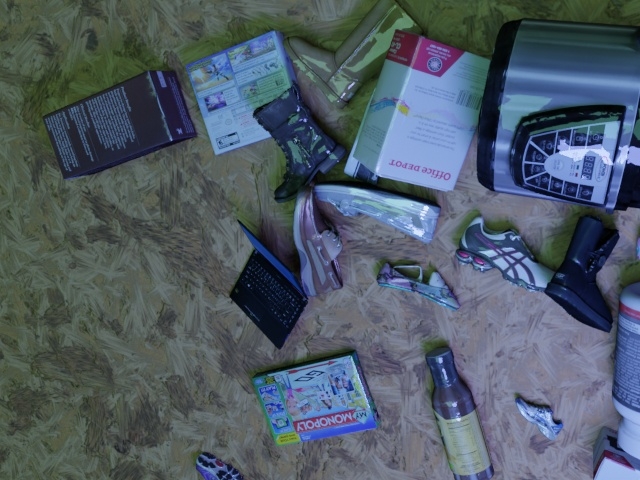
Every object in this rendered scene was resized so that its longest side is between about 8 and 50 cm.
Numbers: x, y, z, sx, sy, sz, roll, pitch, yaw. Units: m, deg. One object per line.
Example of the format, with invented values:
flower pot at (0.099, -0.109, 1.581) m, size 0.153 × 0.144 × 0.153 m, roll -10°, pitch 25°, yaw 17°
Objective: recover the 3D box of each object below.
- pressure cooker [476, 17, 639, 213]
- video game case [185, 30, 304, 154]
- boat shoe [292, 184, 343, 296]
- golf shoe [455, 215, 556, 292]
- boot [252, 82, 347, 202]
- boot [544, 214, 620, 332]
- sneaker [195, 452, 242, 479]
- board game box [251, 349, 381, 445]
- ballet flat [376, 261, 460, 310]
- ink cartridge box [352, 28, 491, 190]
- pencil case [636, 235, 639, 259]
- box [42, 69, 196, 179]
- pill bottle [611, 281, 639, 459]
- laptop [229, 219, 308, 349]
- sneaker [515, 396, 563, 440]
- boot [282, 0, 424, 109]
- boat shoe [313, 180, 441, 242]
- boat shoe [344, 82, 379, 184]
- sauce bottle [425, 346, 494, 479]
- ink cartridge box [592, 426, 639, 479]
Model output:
pressure cooker at (0.547, -0.253, 1.451) m, size 0.420 × 0.370 × 0.376 m, roll 11°, pitch 90°, yaw 17°
video game case at (-0.186, -0.375, 1.869) m, size 0.269 × 0.061 × 0.244 m, roll -14°, pitch 99°, yaw 23°
boat shoe at (0.000, 0.000, 1.834) m, size 0.116 × 0.123 × 0.324 m, roll -2°, pitch 129°, yaw 8°
golf shoe at (0.456, 0.041, 1.701) m, size 0.273 × 0.105 × 0.120 m, roll 23°, pitch 102°, yaw 14°
boot at (-0.084, -0.240, 1.807) m, size 0.229 × 0.091 × 0.263 m, roll 45°, pitch 120°, yaw -12°
boot at (0.621, 0.076, 1.635) m, size 0.094 × 0.246 × 0.207 m, roll 21°, pitch 80°, yaw 55°
sneaker at (-0.303, 0.705, 2.180) m, size 0.170 × 0.068 × 0.071 m, roll 32°, pitch 127°, yaw 21°
board game box at (-0.014, 0.438, 2.005) m, size 0.317 × 0.046 × 0.213 m, roll -18°, pitch 95°, yaw 24°
ballet flat at (0.250, 0.106, 1.816) m, size 0.221 × 0.077 × 0.079 m, roll 18°, pitch 89°, yaw 17°
ink cartridge box at (0.232, -0.288, 1.625) m, size 0.226 × 0.131 × 0.306 m, roll 11°, pitch 109°, yaw -29°
pencil case at (0.741, 0.053, 1.492) m, size 0.124 × 0.284 × 0.124 m, roll 3°, pitch 112°, yaw 7°
box at (-0.551, -0.313, 1.984) m, size 0.381 × 0.143 × 0.191 m, roll -14°, pitch 97°, yaw 25°
pill bottle at (0.751, 0.286, 1.585) m, size 0.210 × 0.210 × 0.363 m, roll 5°, pitch 104°, yaw 20°
laptop at (-0.158, 0.119, 1.899) m, size 0.234 × 0.136 × 0.264 m, roll 43°, pitch 115°, yaw 30°
sneaker at (0.540, 0.427, 1.792) m, size 0.135 × 0.052 × 0.058 m, roll 41°, pitch 103°, yaw 0°
boot at (0.074, -0.483, 1.737) m, size 0.236 × 0.089 × 0.269 m, roll 47°, pitch 111°, yaw 1°
boat shoe at (0.131, -0.079, 1.790) m, size 0.320 × 0.118 × 0.103 m, roll 14°, pitch 103°, yaw 10°
boat shoe at (0.153, -0.273, 1.737) m, size 0.105 × 0.113 × 0.306 m, roll 24°, pitch 113°, yaw 7°
sauce bottle at (0.344, 0.440, 1.835) m, size 0.111 × 0.111 × 0.344 m, roll -14°, pitch 95°, yaw 23°
ink cartridge box at (0.702, 0.515, 1.677) m, size 0.127 × 0.175 × 0.072 m, roll 20°, pitch 106°, yaw 15°
